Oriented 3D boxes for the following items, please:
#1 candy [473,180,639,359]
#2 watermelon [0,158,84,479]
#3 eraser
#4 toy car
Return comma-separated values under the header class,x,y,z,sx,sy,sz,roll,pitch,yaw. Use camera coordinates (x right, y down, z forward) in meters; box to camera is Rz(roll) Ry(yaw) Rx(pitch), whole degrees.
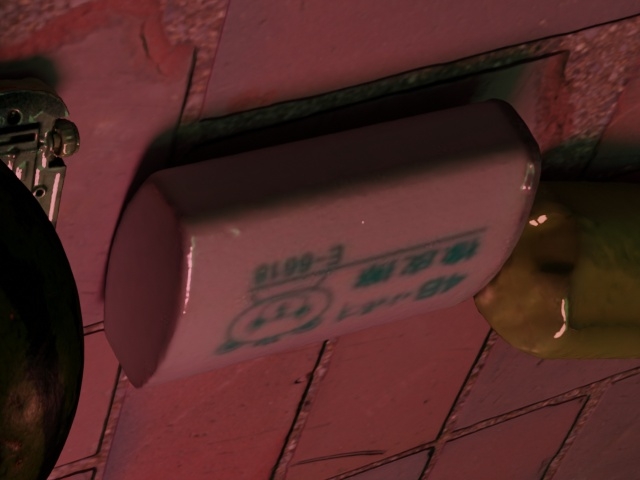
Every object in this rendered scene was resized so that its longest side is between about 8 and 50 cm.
class,x,y,z,sx,sy,sz,roll,pitch,yaw
candy,0.268,0.025,1.682,0.343,0.142,0.132,0,126,-46
watermelon,-0.267,0.057,1.055,0.285,0.285,0.285,-24,151,-14
eraser,0.000,0.000,1.416,0.290,0.104,0.189,-14,151,-29
toy car,-0.206,-0.021,1.221,0.093,0.058,0.186,-13,135,-31
